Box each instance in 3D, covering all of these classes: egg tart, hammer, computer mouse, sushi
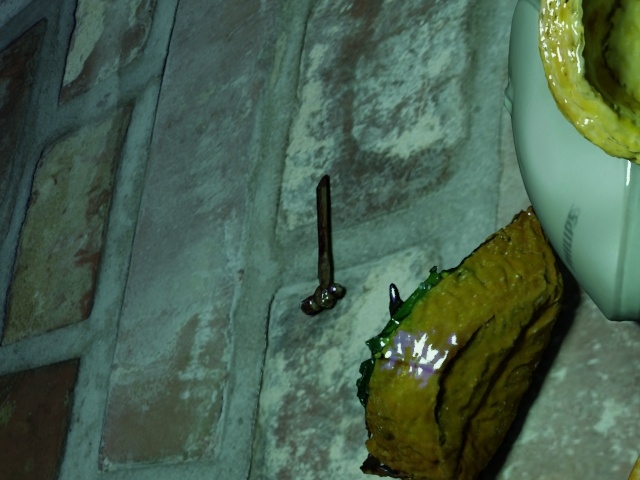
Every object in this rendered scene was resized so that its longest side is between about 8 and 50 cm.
[{"bbox_3d":[0.253,-0.143,0.959,0.090,0.212,0.212,160,130,-88],"label":"egg tart"},{"bbox_3d":[0.000,0.000,1.546,0.065,0.021,0.178,-37,43,42],"label":"hammer"},{"bbox_3d":[0.210,-0.074,1.139,0.331,0.095,0.197,-109,12,-49],"label":"computer mouse"},{"bbox_3d":[0.109,0.096,1.208,0.140,0.149,0.287,37,109,61],"label":"sushi"}]

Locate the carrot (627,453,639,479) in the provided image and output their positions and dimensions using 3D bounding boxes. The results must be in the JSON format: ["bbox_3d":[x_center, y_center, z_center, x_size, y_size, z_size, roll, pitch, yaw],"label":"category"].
[{"bbox_3d":[0.234,0.251,1.011,0.067,0.067,0.225,12,80,58],"label":"carrot"}]
